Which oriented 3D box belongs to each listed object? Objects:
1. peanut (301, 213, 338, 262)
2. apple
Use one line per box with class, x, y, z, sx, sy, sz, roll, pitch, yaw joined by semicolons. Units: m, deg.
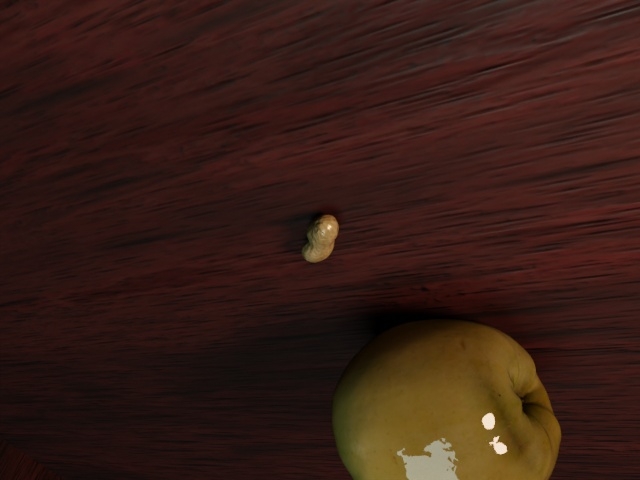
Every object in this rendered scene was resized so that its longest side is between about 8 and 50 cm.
peanut;0.000;0.000;0.725;0.037;0.037;0.083;20;138;-2
apple;0.146;0.221;0.760;0.262;0.262;0.262;11;140;9
